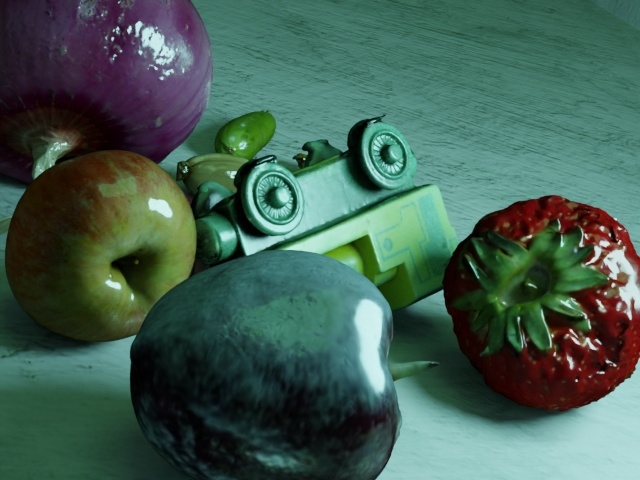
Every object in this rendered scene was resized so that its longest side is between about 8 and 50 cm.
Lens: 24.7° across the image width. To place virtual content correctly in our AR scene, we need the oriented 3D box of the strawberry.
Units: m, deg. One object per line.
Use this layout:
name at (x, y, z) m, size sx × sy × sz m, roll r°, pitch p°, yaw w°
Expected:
strawberry at (0.281, 0.083, 1.747) m, size 0.257 × 0.257 × 0.277 m, roll 29°, pitch -6°, yaw 24°

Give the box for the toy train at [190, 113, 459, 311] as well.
toy train at (0.000, 0.000, 1.742) m, size 0.369 × 0.237 × 0.150 m, roll -23°, pitch 6°, yaw -42°

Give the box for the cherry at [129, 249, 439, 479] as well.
cherry at (-0.036, 0.127, 1.380) m, size 0.296 × 0.218 × 0.255 m, roll 6°, pitch 52°, yaw -14°

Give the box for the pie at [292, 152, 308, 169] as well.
pie at (0.037, -0.091, 2.208) m, size 0.170 × 0.034 × 0.092 m, roll 18°, pitch 19°, yaw -17°

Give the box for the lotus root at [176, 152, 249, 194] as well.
lotus root at (-0.131, -0.084, 2.019) m, size 0.150 × 0.062 × 0.073 m, roll 8°, pitch 32°, yaw -24°

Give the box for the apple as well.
apple at (-0.232, 0.007, 1.546) m, size 0.209 × 0.209 × 0.164 m, roll 3°, pitch 20°, yaw -33°

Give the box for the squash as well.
squash at (-0.108, -0.161, 2.210) m, size 0.066 × 0.066 × 0.201 m, roll 22°, pitch 23°, yaw 8°

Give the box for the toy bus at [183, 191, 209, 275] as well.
toy bus at (-0.170, -0.013, 1.803) m, size 0.192 × 0.077 × 0.065 m, roll 34°, pitch 28°, yaw 34°

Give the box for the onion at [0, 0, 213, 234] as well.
onion at (-0.304, -0.192, 1.815) m, size 0.358 × 0.358 × 0.345 m, roll -7°, pitch 75°, yaw -47°
